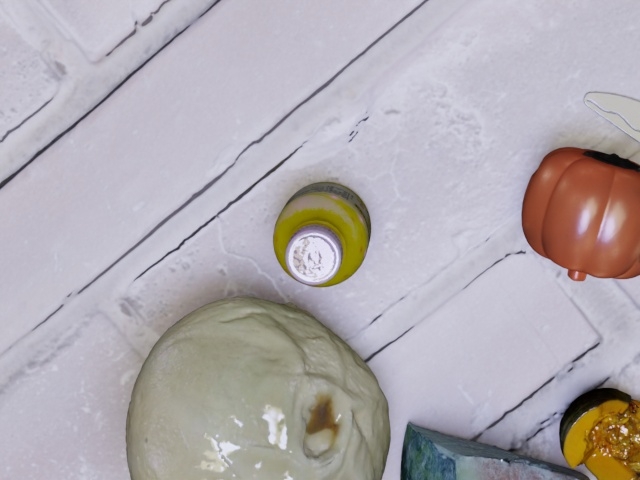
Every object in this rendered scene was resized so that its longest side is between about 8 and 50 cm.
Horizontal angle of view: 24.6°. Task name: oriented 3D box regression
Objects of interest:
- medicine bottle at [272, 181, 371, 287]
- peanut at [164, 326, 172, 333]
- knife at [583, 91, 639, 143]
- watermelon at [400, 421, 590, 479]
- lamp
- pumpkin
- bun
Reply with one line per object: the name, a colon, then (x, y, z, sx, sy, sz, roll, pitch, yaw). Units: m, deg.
medicine bottle: (0.000, 0.000, 1.838, 0.122, 0.212, 0.121, 1, 101, 4)
peanut: (-0.149, 0.221, 1.940, 0.110, 0.120, 0.236, -8, 110, 45)
knife: (0.444, -0.122, 1.880, 0.244, 0.032, 0.058, 41, 102, 0)
watermelon: (0.256, 0.376, 1.908, 0.258, 0.228, 0.387, -24, 75, -23)
lamp: (0.339, -0.027, 1.824, 0.188, 0.187, 0.163, 15, 103, 1)
pumpkin: (0.384, 0.258, 1.913, 0.183, 0.107, 0.119, 36, 98, -19)
bun: (-0.051, 0.243, 1.817, 0.202, 0.364, 0.364, -13, 103, 50)
